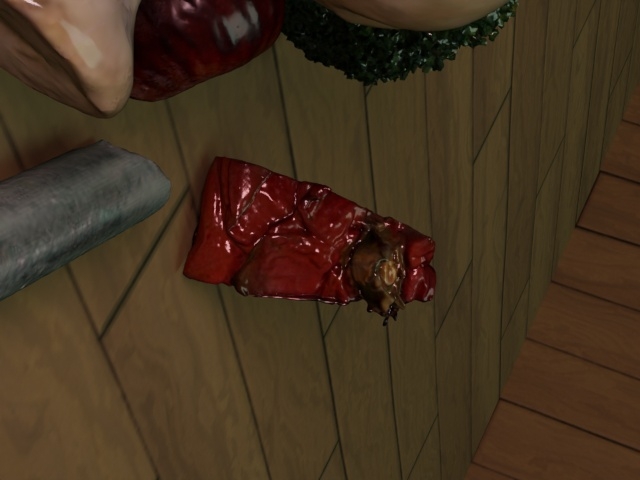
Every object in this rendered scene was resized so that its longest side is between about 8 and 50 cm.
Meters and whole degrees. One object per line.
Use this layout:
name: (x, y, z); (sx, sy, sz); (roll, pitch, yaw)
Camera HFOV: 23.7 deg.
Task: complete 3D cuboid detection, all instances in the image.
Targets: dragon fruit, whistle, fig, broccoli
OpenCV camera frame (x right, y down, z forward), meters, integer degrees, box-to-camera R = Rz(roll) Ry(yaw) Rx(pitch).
dragon fruit: (-0.005, 0.018, 1.183); (0.122, 0.192, 0.092); (104, 3, -74)
whistle: (-0.177, 0.001, 0.834); (0.312, 0.062, 0.062); (-38, 144, -62)
fig: (-0.078, -0.150, 0.866); (0.128, 0.128, 0.150); (-40, 147, -60)
broccoli: (0.048, -0.218, 1.126); (0.219, 0.194, 0.194); (-37, -163, 52)

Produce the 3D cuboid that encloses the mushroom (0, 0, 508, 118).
mushroom: (0.005, -0.222, 0.704); (0.315, 0.315, 0.356); (86, 9, -54)
